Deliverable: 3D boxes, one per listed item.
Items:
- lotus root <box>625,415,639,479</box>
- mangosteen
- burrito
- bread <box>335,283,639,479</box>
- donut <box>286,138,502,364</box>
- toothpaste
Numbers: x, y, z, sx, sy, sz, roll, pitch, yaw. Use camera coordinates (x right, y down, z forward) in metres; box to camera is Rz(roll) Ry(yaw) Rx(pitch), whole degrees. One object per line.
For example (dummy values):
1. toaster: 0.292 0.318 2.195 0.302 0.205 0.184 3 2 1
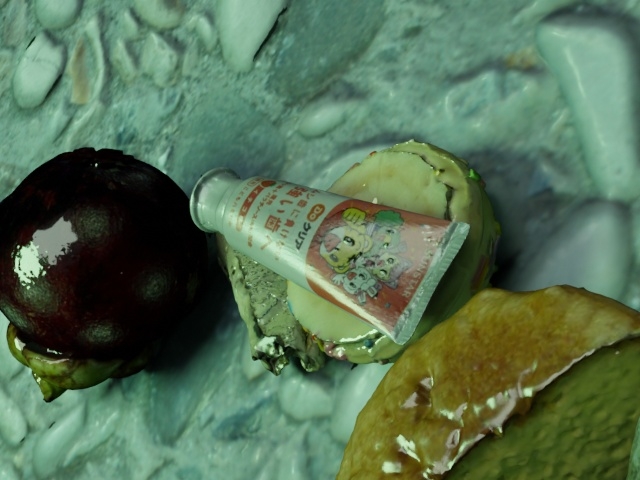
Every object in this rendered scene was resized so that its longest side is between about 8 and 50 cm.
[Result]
1. lotus root: 0.218 0.148 0.642 0.175 0.175 0.349 7 73 49
2. mangosteen: -0.191 0.038 1.145 0.194 0.194 0.230 31 116 51
3. burrito: -0.050 0.030 1.083 0.063 0.058 0.229 -44 44 12
4. bread: 0.101 0.112 0.816 0.260 0.129 0.134 -42 42 19
5. donut: 0.055 0.013 0.972 0.174 0.068 0.174 -28 47 34
6. toothpaste: 0.000 0.000 0.950 0.234 0.057 0.089 21 79 43
